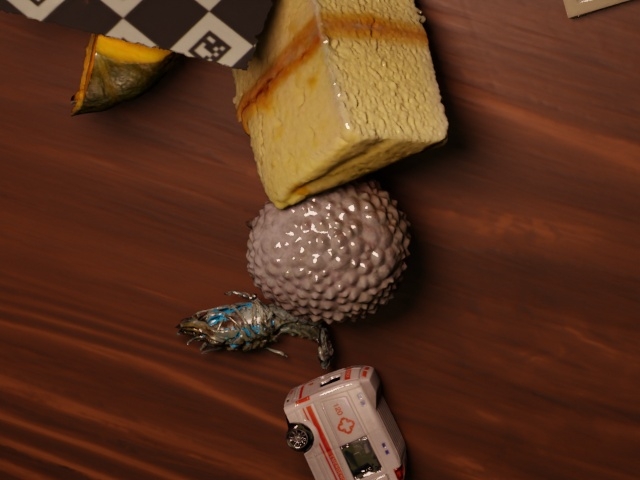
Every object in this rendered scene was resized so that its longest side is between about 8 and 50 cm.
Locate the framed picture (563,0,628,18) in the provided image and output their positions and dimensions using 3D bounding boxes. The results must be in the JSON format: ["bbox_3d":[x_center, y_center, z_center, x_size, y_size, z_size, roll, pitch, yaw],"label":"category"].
[{"bbox_3d":[0.342,-0.346,1.544,0.281,0.019,0.209,-16,101,15],"label":"framed picture"}]

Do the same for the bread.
[{"bbox_3d":[0.007,-0.159,1.593,0.178,0.135,0.240,-41,54,45],"label":"bread"}]

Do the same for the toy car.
[{"bbox_3d":[0.043,0.238,1.730,0.108,0.089,0.209,-22,97,11],"label":"toy car"}]

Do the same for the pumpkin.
[{"bbox_3d":[-0.175,-0.239,1.636,0.111,0.163,0.278,14,68,-16],"label":"pumpkin"}]

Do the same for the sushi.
[{"bbox_3d":[-0.156,-0.324,1.536,0.292,0.059,0.294,13,68,9],"label":"sushi"}]

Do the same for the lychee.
[{"bbox_3d":[0.000,0.000,1.635,0.197,0.165,0.165,29,111,31],"label":"lychee"}]

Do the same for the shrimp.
[{"bbox_3d":[-0.068,0.095,1.734,0.174,0.076,0.082,8,147,4],"label":"shrimp"}]
